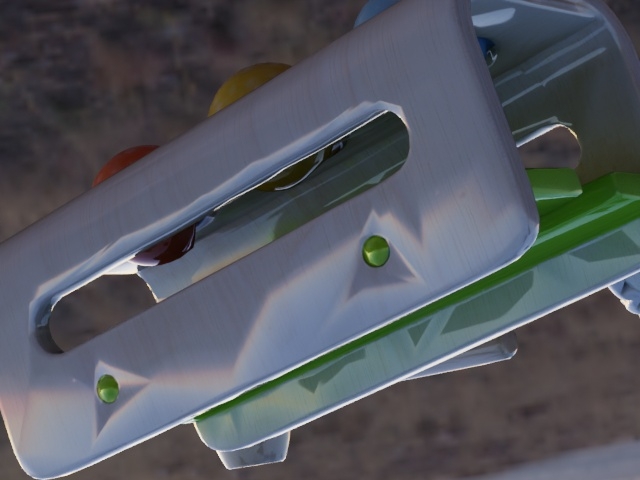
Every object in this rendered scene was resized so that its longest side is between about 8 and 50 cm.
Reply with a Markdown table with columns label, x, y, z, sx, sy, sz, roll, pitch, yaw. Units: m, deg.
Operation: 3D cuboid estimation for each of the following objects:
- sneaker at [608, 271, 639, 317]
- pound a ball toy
| label | x | y | z | sx | sy | sz | roll | pitch | yaw |
| --- | --- | --- | --- | --- | --- | --- | --- | --- | --- |
| sneaker | 0.304 | 0.004 | 1.335 | 0.292 | 0.110 | 0.118 | 11 | 141 | -38 |
| pound a ball toy | 0.000 | 0.000 | 0.798 | 0.319 | 0.136 | 0.208 | -27 | 164 | 36 |
